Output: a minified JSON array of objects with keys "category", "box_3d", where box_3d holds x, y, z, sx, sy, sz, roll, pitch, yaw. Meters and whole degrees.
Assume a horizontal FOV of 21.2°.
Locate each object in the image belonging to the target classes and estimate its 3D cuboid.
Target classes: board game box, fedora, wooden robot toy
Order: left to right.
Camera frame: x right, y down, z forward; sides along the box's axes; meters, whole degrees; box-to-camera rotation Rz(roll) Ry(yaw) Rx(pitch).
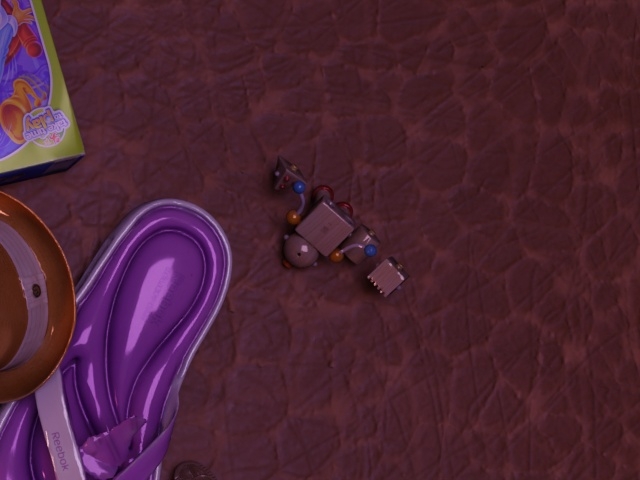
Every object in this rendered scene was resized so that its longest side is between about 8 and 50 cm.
[{"category":"board game box","box_3d":[-0.407,-0.140,1.503,0.347,0.078,0.233,-15,86,-23]},{"category":"fedora","box_3d":[-0.302,0.051,1.458,0.194,0.194,0.079,65,25,0]},{"category":"wooden robot toy","box_3d":[0.000,0.000,1.659,0.173,0.076,0.079,42,104,-10]}]

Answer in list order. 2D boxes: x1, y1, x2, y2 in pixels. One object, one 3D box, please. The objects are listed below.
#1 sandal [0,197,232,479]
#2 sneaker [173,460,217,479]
[{"category":"sandal","box_3d":[-0.192,0.145,1.522,0.169,0.102,0.416,22,73,-16]},{"category":"sneaker","box_3d":[-0.101,0.263,1.576,0.042,0.067,0.118,-22,59,-21]}]
